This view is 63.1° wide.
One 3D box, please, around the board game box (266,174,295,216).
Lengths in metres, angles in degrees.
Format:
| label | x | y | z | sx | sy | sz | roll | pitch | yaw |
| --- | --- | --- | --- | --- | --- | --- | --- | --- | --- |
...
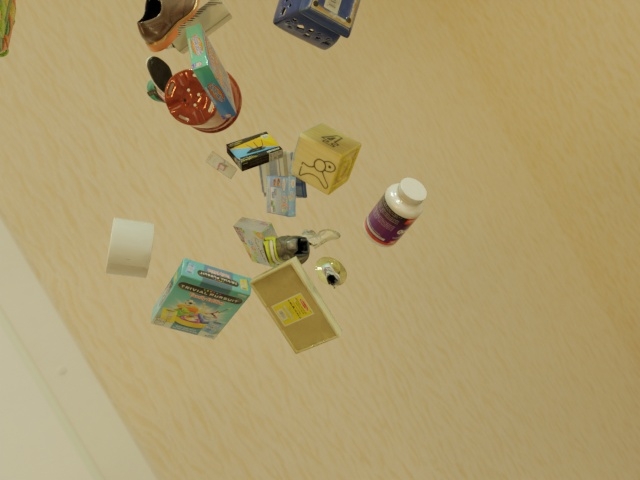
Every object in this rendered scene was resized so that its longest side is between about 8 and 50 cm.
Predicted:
| label | x | y | z | sx | sy | sz | roll | pitch | yaw |
| --- | --- | --- | --- | --- | --- | --- | --- | --- | --- |
| board game box | -0.164 | -0.185 | 2.145 | 0.039 | 0.160 | 0.211 | -4 | 10 | -29 |

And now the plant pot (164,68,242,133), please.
| label | x | y | z | sx | sy | sz | roll | pitch | yaw |
| --- | --- | --- | --- | --- | --- | --- | --- | --- | --- |
| plant pot | -0.463 | -0.550 | 2.021 | 0.272 | 0.272 | 0.265 | -30 | 10 | 9 |

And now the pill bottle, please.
| label | x | y | z | sx | sy | sz | roll | pitch | yaw |
| --- | --- | --- | --- | --- | --- | --- | --- | --- | --- |
| pill bottle | 0.328 | -0.123 | 2.277 | 0.181 | 0.181 | 0.323 | -32 | -16 | -39 |

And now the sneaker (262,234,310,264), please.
| label | x | y | z | sx | sy | sz | roll | pitch | yaw |
| --- | --- | --- | --- | --- | --- | --- | --- | --- | --- |
| sneaker | -0.085 | 0.037 | 1.773 | 0.121 | 0.111 | 0.300 | -9 | -4 | 17 |

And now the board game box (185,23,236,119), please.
| label | x | y | z | sx | sy | sz | roll | pitch | yaw |
| --- | --- | --- | --- | --- | --- | --- | --- | --- | --- |
| board game box | -0.302 | -0.465 | 1.452 | 0.047 | 0.160 | 0.210 | -18 | -26 | 6 |

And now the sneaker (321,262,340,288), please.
| label | x | y | z | sx | sy | sz | roll | pitch | yaw |
| --- | --- | --- | --- | --- | --- | --- | --- | --- | --- |
| sneaker | 0.037 | 0.119 | 1.525 | 0.038 | 0.098 | 0.069 | -31 | 43 | 9 |

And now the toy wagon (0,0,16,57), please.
| label | x | y | z | sx | sy | sz | roll | pitch | yaw |
| --- | --- | --- | --- | --- | --- | --- | --- | --- | --- |
| toy wagon | -0.994 | -0.669 | 1.569 | 0.068 | 0.345 | 0.267 | 4 | -19 | -15 |

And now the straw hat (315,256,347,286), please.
| label | x | y | z | sx | sy | sz | roll | pitch | yaw |
| --- | --- | --- | --- | --- | --- | --- | --- | --- | --- |
| straw hat | 0.051 | 0.112 | 2.136 | 0.144 | 0.144 | 0.061 | -31 | -19 | -36 |

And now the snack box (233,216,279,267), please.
| label | x | y | z | sx | sy | sz | roll | pitch | yaw |
| --- | --- | --- | --- | --- | --- | --- | --- | --- | --- |
| snack box | -0.246 | 0.010 | 2.160 | 0.174 | 0.207 | 0.070 | 13 | 50 | 37 |

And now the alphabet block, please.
| label | x | y | z | sx | sy | sz | roll | pitch | yaw |
| --- | --- | --- | --- | --- | --- | --- | --- | --- | --- |
| alphabet block | 0.018 | -0.329 | 2.087 | 0.193 | 0.197 | 0.192 | -42 | -21 | -49 |

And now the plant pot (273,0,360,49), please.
| label | x | y | z | sx | sy | sz | roll | pitch | yaw |
| --- | --- | --- | --- | --- | --- | --- | --- | --- | --- |
| plant pot | 0.006 | -0.822 | 1.795 | 0.236 | 0.236 | 0.212 | 17 | 1 | -31 |

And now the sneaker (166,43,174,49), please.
| label | x | y | z | sx | sy | sz | roll | pitch | yaw |
| --- | --- | --- | --- | --- | --- | --- | --- | --- | --- |
| sneaker | -0.649 | -0.986 | 2.386 | 0.091 | 0.258 | 0.094 | 13 | -10 | 15 |

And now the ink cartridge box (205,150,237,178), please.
| label | x | y | z | sx | sy | sz | roll | pitch | yaw |
| --- | --- | --- | --- | --- | --- | --- | --- | --- | --- |
| ink cartridge box | -0.398 | -0.304 | 2.097 | 0.052 | 0.122 | 0.088 | -53 | 17 | 3 |

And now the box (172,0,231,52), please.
| label | x | y | z | sx | sy | sz | roll | pitch | yaw |
| --- | --- | --- | --- | --- | --- | --- | --- | --- | --- |
| box | -0.516 | -0.919 | 2.227 | 0.275 | 0.094 | 0.113 | -35 | 14 | 4 |

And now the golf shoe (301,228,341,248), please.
| label | x | y | z | sx | sy | sz | roll | pitch | yaw |
| --- | --- | --- | --- | --- | --- | --- | --- | --- | --- |
| golf shoe | 0.000 | 0.000 | 2.186 | 0.176 | 0.086 | 0.069 | -3 | -30 | 25 |

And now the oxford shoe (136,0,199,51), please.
| label | x | y | z | sx | sy | sz | roll | pitch | yaw |
| --- | --- | --- | --- | --- | --- | --- | --- | --- | --- |
| oxford shoe | -0.561 | -0.874 | 1.942 | 0.129 | 0.133 | 0.364 | 5 | 60 | 24 |

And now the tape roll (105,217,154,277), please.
| label | x | y | z | sx | sy | sz | roll | pitch | yaw |
| --- | --- | --- | --- | --- | --- | --- | --- | --- | --- |
| tape roll | -0.821 | 0.032 | 2.242 | 0.169 | 0.246 | 0.246 | 9 | -15 | -21 |

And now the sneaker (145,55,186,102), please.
| label | x | y | z | sx | sy | sz | roll | pitch | yaw |
| --- | --- | --- | --- | --- | --- | --- | --- | --- | --- |
| sneaker | -0.742 | -0.730 | 2.392 | 0.124 | 0.178 | 0.295 | -58 | -32 | -19 |

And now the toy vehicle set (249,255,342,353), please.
| label | x | y | z | sx | sy | sz | roll | pitch | yaw |
| --- | --- | --- | --- | --- | --- | --- | --- | --- | --- |
| toy vehicle set | -0.073 | 0.195 | 1.528 | 0.166 | 0.267 | 0.035 | -26 | 12 | 26 |

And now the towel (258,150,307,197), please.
| label | x | y | z | sx | sy | sz | roll | pitch | yaw |
| --- | --- | --- | --- | --- | --- | --- | --- | --- | --- |
| towel | -0.171 | -0.291 | 2.302 | 0.285 | 0.209 | 0.034 | 8 | 20 | 42 |

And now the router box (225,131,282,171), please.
| label | x | y | z | sx | sy | sz | roll | pitch | yaw |
| --- | --- | --- | --- | --- | --- | --- | --- | --- | --- |
| router box | -0.254 | -0.343 | 1.999 | 0.178 | 0.133 | 0.046 | -24 | -37 | -25 |

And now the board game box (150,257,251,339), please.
| label | x | y | z | sx | sy | sz | roll | pitch | yaw |
| --- | --- | --- | --- | --- | --- | --- | --- | --- | --- |
| board game box | -0.436 | 0.222 | 1.887 | 0.336 | 0.253 | 0.079 | -49 | 32 | 39 |
